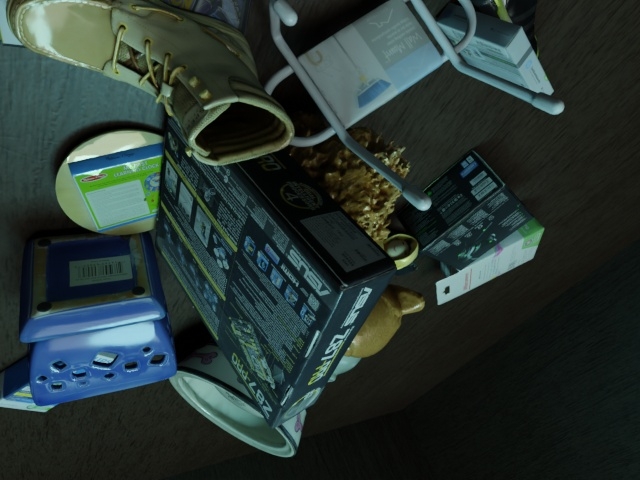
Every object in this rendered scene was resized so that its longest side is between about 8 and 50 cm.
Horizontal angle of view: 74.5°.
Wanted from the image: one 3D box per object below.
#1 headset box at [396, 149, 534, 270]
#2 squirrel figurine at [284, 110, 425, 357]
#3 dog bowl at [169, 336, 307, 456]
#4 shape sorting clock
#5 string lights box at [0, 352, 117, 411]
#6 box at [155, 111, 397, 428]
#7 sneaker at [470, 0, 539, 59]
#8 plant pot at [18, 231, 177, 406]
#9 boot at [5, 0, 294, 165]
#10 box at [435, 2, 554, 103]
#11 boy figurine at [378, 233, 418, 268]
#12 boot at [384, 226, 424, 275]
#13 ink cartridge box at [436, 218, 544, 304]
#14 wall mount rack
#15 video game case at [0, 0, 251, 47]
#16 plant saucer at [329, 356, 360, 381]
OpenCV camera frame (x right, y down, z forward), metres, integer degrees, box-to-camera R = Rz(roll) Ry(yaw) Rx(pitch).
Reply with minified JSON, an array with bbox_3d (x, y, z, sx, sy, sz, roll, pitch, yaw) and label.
[{"bbox_3d":[0.385,-0.061,1.097,0.246,0.131,0.283,-43,143,23],"label":"headset box"},{"bbox_3d":[0.000,0.000,0.701,0.281,0.370,0.397,-17,143,-19],"label":"squirrel figurine"},{"bbox_3d":[-0.213,0.426,1.181,0.150,0.408,0.408,-56,165,-36],"label":"dog bowl"},{"bbox_3d":[-0.309,-0.090,0.681,0.206,0.040,0.206,-23,148,-16],"label":"shape sorting clock"},{"bbox_3d":[-0.608,0.302,0.989,0.259,0.077,0.133,-31,145,8],"label":"string lights box"},{"bbox_3d":[-0.109,0.019,0.601,0.097,0.395,0.318,-17,142,-40],"label":"box"},{"bbox_3d":[0.325,-0.366,0.682,0.234,0.084,0.097,17,127,-46],"label":"sneaker"},{"bbox_3d":[-0.391,0.116,0.748,0.236,0.236,0.212,-7,136,-25],"label":"plant pot"},{"bbox_3d":[-0.170,-0.174,0.445,0.262,0.203,0.095,-1,139,-36],"label":"boot"},{"bbox_3d":[0.289,-0.300,0.690,0.186,0.145,0.038,21,112,-47],"label":"box"},{"bbox_3d":[0.094,0.036,0.980,0.285,0.177,0.092,2,143,-6],"label":"boy figurine"},{"bbox_3d":[0.158,0.072,1.162,0.207,0.094,0.246,22,118,-44],"label":"boot"},{"bbox_3d":[0.498,0.050,1.333,0.353,0.119,0.207,-27,147,0],"label":"ink cartridge box"},{"bbox_3d":[0.105,-0.211,0.531,0.350,0.304,0.130,-35,180,-7],"label":"wall mount rack"},{"bbox_3d":[-0.201,-0.317,0.447,0.275,0.035,0.248,-6,141,-27],"label":"video game case"},{"bbox_3d":[-0.058,0.378,1.296,0.400,0.100,0.400,1,157,0],"label":"plant saucer"}]
